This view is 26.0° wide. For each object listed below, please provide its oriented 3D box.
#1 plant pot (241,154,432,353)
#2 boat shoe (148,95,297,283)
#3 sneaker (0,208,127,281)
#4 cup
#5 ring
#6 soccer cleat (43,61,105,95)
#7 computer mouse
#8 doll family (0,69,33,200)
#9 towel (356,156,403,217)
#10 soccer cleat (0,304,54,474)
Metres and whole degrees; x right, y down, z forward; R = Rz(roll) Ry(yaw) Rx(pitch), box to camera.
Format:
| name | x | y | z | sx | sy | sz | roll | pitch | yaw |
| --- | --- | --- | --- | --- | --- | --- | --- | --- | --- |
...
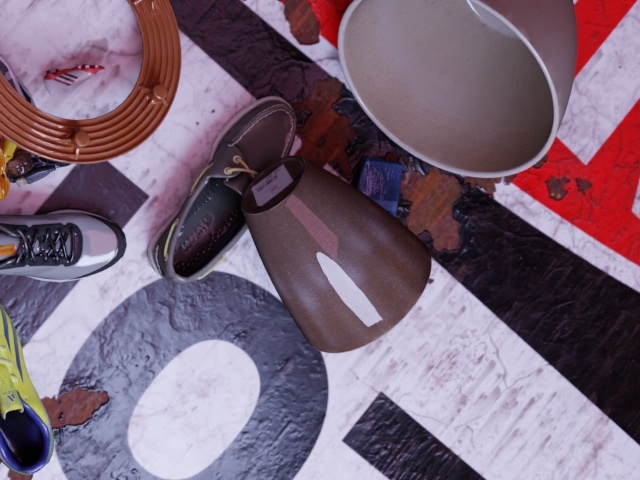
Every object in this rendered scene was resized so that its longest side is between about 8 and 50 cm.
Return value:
| name | x | y | z | sx | sy | sz | roll | pitch | yaw |
| --- | --- | --- | --- | --- | --- | --- | --- | --- | --- |
| plant pot | 0.000 | 0.000 | 1.892 | 0.215 | 0.215 | 0.230 | -45 | 121 | -7 |
| boat shoe | -0.124 | -0.067 | 1.927 | 0.109 | 0.091 | 0.305 | 37 | 86 | -20 |
| sneaker | -0.390 | 0.010 | 1.841 | 0.272 | 0.108 | 0.100 | 1 | 97 | -20 |
| cup | 0.223 | -0.286 | 1.923 | 0.331 | 0.331 | 0.237 | 50 | 54 | -19 |
| ring | -0.322 | -0.265 | 1.792 | 0.337 | 0.032 | 0.336 | 7 | 78 | -34 |
| soccer cleat | -0.331 | -0.218 | 1.869 | 0.083 | 0.029 | 0.035 | -13 | 111 | -13 |
| computer mouse | -0.407 | -0.170 | 1.840 | 0.106 | 0.042 | 0.193 | -26 | 108 | 2 |
| doll family | -0.485 | -0.105 | 1.757 | 0.263 | 0.118 | 0.163 | -16 | 101 | 0 |
| towel | 0.084 | -0.060 | 2.033 | 0.067 | 0.029 | 0.119 | 7 | 96 | -20 |
| soccer cleat | -0.429 | 0.180 | 1.844 | 0.093 | 0.121 | 0.289 | -25 | 105 | -14 |
